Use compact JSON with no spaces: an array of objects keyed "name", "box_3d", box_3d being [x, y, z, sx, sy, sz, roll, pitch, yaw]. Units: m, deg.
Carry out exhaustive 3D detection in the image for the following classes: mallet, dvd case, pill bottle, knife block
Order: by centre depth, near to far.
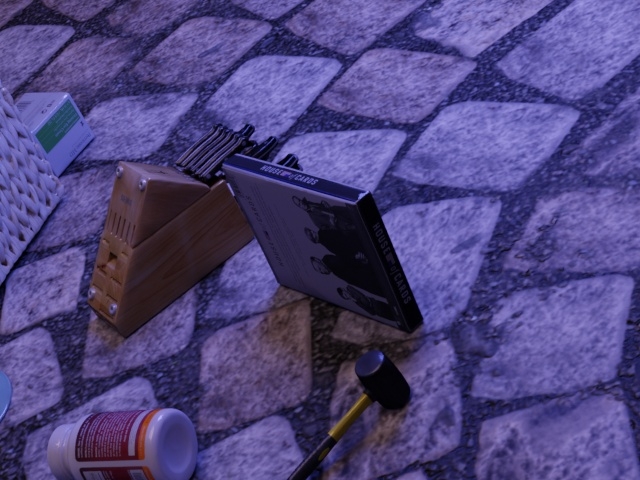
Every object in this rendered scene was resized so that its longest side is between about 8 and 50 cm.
[{"name":"mallet","box_3d":[0.012,0.190,1.701,0.190,0.062,0.039,-42,34,-19]},{"name":"pill bottle","box_3d":[-0.215,0.226,1.799,0.152,0.086,0.086,-6,39,30]},{"name":"dvd case","box_3d":[0.000,0.000,1.863,0.029,0.179,0.239,-40,34,-24]},{"name":"knife block","box_3d":[-0.146,-0.014,2.101,0.088,0.242,0.275,30,108,54]}]

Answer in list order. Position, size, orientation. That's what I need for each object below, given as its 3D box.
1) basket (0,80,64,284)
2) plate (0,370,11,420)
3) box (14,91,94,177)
[{"name":"basket","box_3d":[-0.591,-0.087,2.298,0.331,0.328,0.266,-6,35,32]},{"name":"plate","box_3d":[-0.467,0.216,2.059,0.188,0.024,0.188,-19,33,13]},{"name":"box","box_3d":[-0.412,-0.155,2.470,0.102,0.087,0.101,4,45,39]}]
